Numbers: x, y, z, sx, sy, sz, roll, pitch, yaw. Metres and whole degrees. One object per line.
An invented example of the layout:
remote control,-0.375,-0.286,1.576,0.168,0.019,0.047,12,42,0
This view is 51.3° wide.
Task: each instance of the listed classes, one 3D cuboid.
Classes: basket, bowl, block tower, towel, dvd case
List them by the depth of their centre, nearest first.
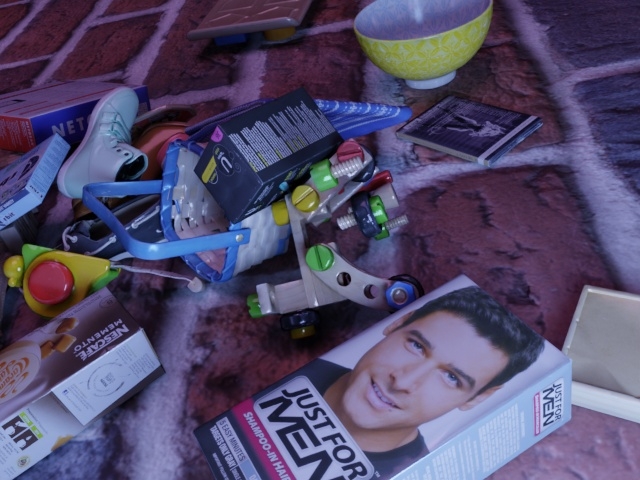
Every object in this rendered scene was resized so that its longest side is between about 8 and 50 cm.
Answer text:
basket,-0.198,-0.045,1.048,0.289,0.201,0.255,-3,27,-36
towel,-0.032,-0.197,1.147,0.336,0.040,0.243,-7,-1,-42
dvd case,0.278,-0.213,1.261,0.164,0.018,0.221,-37,42,-26
block tower,-0.630,-0.065,1.341,0.097,0.091,0.335,-22,38,-7
bowl,0.224,-0.419,1.423,0.289,0.156,0.289,-9,39,8

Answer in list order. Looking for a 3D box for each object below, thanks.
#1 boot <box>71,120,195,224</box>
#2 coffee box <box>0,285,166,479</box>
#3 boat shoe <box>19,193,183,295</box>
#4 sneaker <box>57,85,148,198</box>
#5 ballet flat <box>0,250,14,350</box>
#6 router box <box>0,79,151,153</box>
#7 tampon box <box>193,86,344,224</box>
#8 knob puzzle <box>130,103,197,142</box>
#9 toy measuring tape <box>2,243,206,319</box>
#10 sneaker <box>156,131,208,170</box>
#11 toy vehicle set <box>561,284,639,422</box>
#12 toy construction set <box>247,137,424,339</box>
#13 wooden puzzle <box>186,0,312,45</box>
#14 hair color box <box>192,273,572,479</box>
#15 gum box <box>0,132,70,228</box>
boot,-0.353,-0.126,1.312,0.283,0.109,0.220,-8,45,-8
coffee box,-0.360,0.190,0.919,0.246,0.098,0.141,-34,41,-21
boat shoe,-0.399,-0.001,1.176,0.302,0.091,0.114,-27,39,-14
sneaker,-0.363,-0.178,1.241,0.151,0.094,0.256,7,61,22
ballet flat,-0.543,0.110,1.120,0.058,0.084,0.250,16,31,-20
router box,-0.624,-0.298,1.558,0.301,0.082,0.335,12,29,31
tampon box,-0.072,-0.118,0.926,0.161,0.120,0.101,-32,82,-37
knob puzzle,-0.348,-0.241,1.416,0.213,0.030,0.213,-21,-1,0
toy measuring tape,-0.353,0.085,1.067,0.330,0.121,0.121,10,42,4
sneaker,-0.153,-0.161,1.305,0.314,0.116,0.136,-24,72,-24
toy vehicle set,0.417,0.142,0.755,0.267,0.035,0.166,11,45,31
toy construction set,0.000,0.000,0.963,0.237,0.257,0.309,-21,16,13
wooden puzzle,-0.177,-0.639,1.911,0.322,0.080,0.348,-2,35,16
hair color box,0.071,0.204,0.739,0.374,0.114,0.185,-28,39,-16
gum box,-0.545,-0.099,1.206,0.157,0.041,0.184,-27,34,18
